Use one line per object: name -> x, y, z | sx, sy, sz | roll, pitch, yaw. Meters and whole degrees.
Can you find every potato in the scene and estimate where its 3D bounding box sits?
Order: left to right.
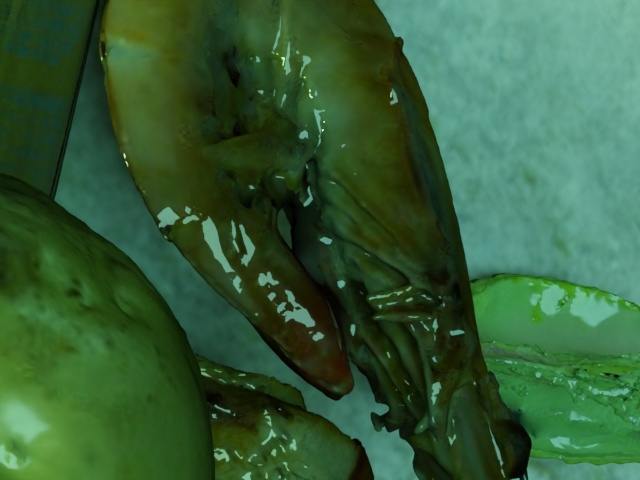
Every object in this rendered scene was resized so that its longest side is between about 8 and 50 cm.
potato -> -0.129, 0.120, 0.427 | 0.173, 0.210, 0.308 | 11, 99, -24

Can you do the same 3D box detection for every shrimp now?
shrimp -> 0.000, 0.000, 0.593 | 0.152, 0.063, 0.287 | -14, 79, -46

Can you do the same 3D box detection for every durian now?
durian -> 0.128, 0.070, 0.704 | 0.215, 0.100, 0.086 | 12, 97, -16

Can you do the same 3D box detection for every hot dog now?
hot dog -> -0.022, 0.139, 0.640 | 0.123, 0.093, 0.262 | -20, 109, 0

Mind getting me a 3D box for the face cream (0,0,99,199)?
face cream -> -0.161, 0.012, 0.547 | 0.139, 0.067, 0.285 | 12, 92, -48
